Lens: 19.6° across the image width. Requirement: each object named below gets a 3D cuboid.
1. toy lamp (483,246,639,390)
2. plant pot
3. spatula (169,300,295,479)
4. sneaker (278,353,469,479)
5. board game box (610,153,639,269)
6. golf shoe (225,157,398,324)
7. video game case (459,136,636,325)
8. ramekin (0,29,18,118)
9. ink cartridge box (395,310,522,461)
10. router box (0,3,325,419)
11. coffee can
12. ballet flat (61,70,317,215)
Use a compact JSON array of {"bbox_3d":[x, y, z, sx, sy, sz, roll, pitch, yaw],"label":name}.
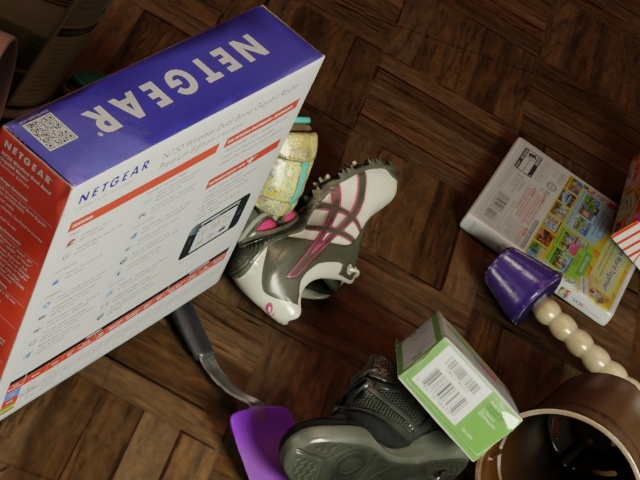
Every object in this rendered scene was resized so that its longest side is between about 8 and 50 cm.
[{"bbox_3d":[0.290,0.116,2.032,0.274,0.080,0.080,45,37,13],"label":"toy lamp"},{"bbox_3d":[0.259,0.214,1.830,0.167,0.167,0.165,40,29,9],"label":"plant pot"},{"bbox_3d":[-0.095,0.123,1.759,0.084,0.030,0.296,-3,48,-46],"label":"spatula"},{"bbox_3d":[0.030,0.174,1.749,0.227,0.087,0.130,4,42,-44],"label":"sneaker"},{"bbox_3d":[0.430,-0.012,2.283,0.147,0.045,0.193,47,33,-15],"label":"board game box"},{"bbox_3d":[0.000,0.000,1.943,0.273,0.105,0.120,-29,83,-45],"label":"golf shoe"},{"bbox_3d":[0.287,-0.015,2.229,0.206,0.026,0.227,35,34,2],"label":"video game case"},{"bbox_3d":[-0.360,-0.107,1.683,0.109,0.207,0.207,20,37,-5],"label":"ramekin"},{"bbox_3d":[0.130,0.133,1.798,0.109,0.062,0.209,48,5,-4],"label":"ink cartridge box"},{"bbox_3d":[-0.170,-0.024,1.614,0.082,0.301,0.335,40,41,15],"label":"router box"},{"bbox_3d":[-0.294,-0.288,1.860,0.202,0.275,0.201,27,31,-18],"label":"coffee can"},{"bbox_3d":[-0.146,-0.094,1.871,0.349,0.123,0.123,15,19,41],"label":"ballet flat"}]
